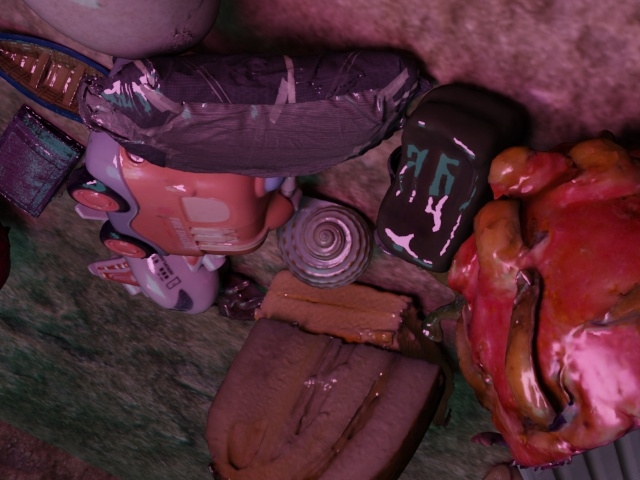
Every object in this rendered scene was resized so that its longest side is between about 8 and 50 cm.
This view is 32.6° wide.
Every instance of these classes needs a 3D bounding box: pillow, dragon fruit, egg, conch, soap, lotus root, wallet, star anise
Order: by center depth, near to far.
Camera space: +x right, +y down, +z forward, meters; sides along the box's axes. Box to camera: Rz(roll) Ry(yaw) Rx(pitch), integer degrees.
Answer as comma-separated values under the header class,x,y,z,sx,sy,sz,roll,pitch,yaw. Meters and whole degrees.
class,x,y,z,sx,sy,sz,roll,pitch,yaw
dragon fruit,0.233,0.034,0.964,0.263,0.314,0.296,66,-174,9
egg,-0.193,-0.261,0.994,0.236,0.169,0.169,32,156,-28
pillow,-0.062,-0.127,1.050,0.335,0.093,0.161,-3,152,-15
conch,-0.004,0.004,1.361,0.135,0.102,0.153,44,155,5
soap,0.320,0.245,1.377,0.087,0.160,0.265,61,180,43
lotus root,-0.003,0.262,1.392,0.267,0.260,0.149,12,144,24
wallet,-0.422,-0.113,1.594,0.111,0.030,0.166,35,129,-12
star anise,-0.160,0.071,1.675,0.182,0.065,0.195,20,145,9

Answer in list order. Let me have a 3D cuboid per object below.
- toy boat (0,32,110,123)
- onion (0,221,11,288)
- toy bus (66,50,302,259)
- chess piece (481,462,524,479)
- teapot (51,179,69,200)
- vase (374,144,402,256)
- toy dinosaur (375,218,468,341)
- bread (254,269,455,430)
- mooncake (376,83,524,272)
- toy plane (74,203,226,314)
class,x,y,z,sx,sy,sz,roll,pitch,yaw
toy boat,-0.335,-0.206,1.366,0.229,0.080,0.046,25,-172,10
onion,-0.686,-0.018,1.812,0.347,0.285,0.347,40,155,23
toy bus,-0.138,-0.084,1.234,0.232,0.194,0.288,14,158,8
chess piece,0.392,0.500,1.781,0.299,0.167,0.167,29,154,-7
teapot,-0.434,-0.090,1.678,0.083,0.067,0.057,31,-163,-19
vase,0.095,-0.042,1.216,0.059,0.059,0.167,25,154,10
toy dinosaur,0.266,0.051,1.205,0.447,0.087,0.301,45,121,16
bread,0.056,0.155,1.548,0.246,0.111,0.239,10,148,33
mooncake,0.119,-0.059,1.044,0.104,0.175,0.168,25,180,11
toy plane,-0.239,0.007,1.555,0.252,0.118,0.252,15,133,16
